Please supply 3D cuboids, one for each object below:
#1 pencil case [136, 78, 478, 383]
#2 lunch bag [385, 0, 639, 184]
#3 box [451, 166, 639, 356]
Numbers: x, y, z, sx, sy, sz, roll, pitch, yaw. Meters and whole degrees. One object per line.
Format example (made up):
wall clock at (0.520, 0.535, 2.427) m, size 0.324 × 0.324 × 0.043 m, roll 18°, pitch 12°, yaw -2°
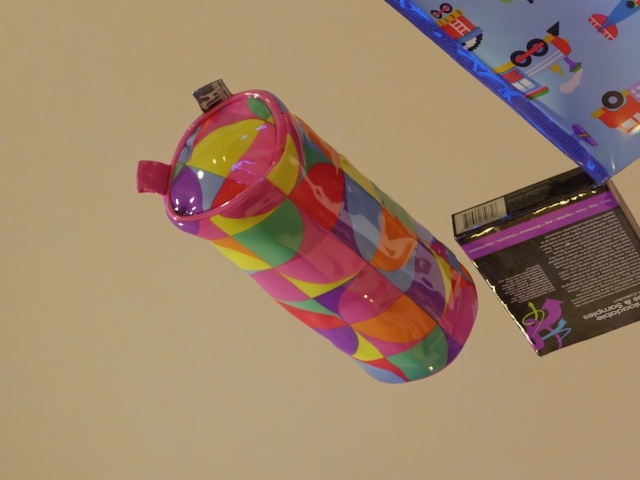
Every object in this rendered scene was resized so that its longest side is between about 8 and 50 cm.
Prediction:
pencil case at (0.000, 0.000, 1.137) m, size 0.236 × 0.104 × 0.104 m, roll 40°, pitch -153°, yaw -40°
lunch bag at (0.146, -0.199, 1.093) m, size 0.293 × 0.221 × 0.138 m, roll 31°, pitch -144°, yaw -33°
box at (0.180, 0.016, 1.357) m, size 0.162 × 0.116 × 0.029 m, roll 52°, pitch -156°, yaw -43°
